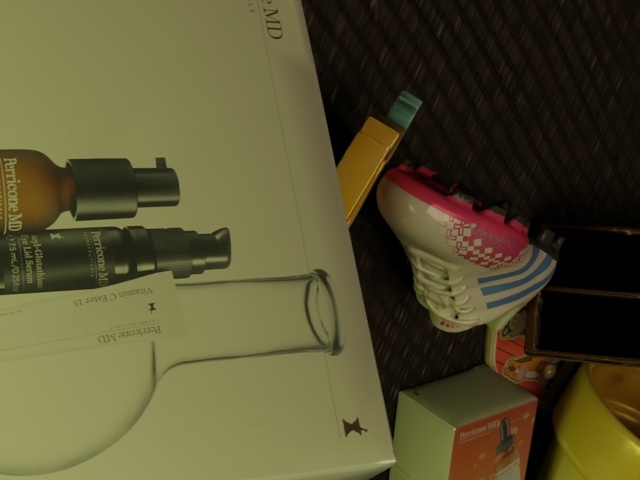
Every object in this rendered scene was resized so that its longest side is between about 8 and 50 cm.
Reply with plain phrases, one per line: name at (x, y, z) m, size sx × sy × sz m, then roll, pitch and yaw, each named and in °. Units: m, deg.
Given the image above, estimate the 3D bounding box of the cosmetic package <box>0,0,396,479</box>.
cosmetic package at (-0.134, -0.025, 0.648) m, size 0.284 × 0.097 × 0.377 m, roll -3°, pitch 68°, yaw -23°

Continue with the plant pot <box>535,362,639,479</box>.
plant pot at (0.369, 0.304, 1.312) m, size 0.254 × 0.254 × 0.239 m, roll 6°, pitch 120°, yaw -40°

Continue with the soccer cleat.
soccer cleat at (0.136, 0.024, 1.033) m, size 0.331 × 0.116 × 0.143 m, roll 18°, pitch 105°, yaw -58°

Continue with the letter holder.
letter holder at (0.410, 0.066, 1.215) m, size 0.302 × 0.214 × 0.152 m, roll 5°, pitch 89°, yaw -40°

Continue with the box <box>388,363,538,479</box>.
box at (0.154, 0.243, 1.200) m, size 0.130 × 0.091 × 0.170 m, roll -12°, pitch 117°, yaw -34°

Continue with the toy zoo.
toy zoo at (0.000, 0.000, 0.921) m, size 0.293 × 0.030 × 0.192 m, roll -59°, pitch 178°, yaw 0°

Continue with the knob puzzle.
knob puzzle at (0.262, 0.106, 1.265) m, size 0.213 × 0.030 × 0.213 m, roll -17°, pitch 120°, yaw -32°
